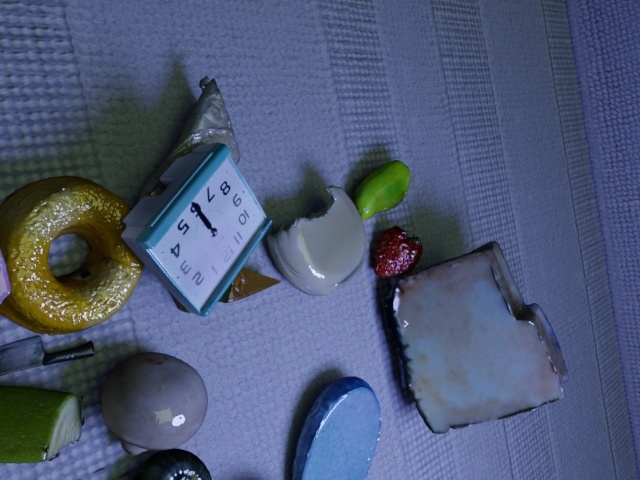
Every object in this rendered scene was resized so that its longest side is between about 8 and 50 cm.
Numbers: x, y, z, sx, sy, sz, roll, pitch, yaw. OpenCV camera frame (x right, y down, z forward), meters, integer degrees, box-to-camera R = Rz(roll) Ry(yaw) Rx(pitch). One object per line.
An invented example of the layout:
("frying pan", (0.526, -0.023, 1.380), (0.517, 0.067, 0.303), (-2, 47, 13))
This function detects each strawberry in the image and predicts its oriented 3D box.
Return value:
("strawberry", (0.215, 0.039, 1.635), (0.131, 0.131, 0.148), (22, 96, -38))

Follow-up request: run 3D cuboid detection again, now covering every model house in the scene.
("model house", (0.448, 0.261, 1.682), (0.400, 0.395, 0.445), (-9, 74, -63))

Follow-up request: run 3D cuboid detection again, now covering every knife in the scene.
("knife", (-0.524, 0.205, 1.034), (0.230, 0.028, 0.060), (-9, 80, -38))

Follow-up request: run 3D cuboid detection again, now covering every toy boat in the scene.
("toy boat", (0.031, 0.498, 1.455), (0.215, 0.123, 0.330), (20, 84, -30))

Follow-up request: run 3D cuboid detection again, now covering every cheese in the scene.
("cheese", (0.000, 0.000, 1.440), (0.266, 0.127, 0.233), (-36, 109, -39))

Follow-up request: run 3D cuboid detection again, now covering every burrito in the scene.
("burrito", (-0.262, -0.158, 1.242), (0.175, 0.107, 0.348), (43, 61, -48))

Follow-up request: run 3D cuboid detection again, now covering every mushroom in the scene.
("mushroom", (-0.323, 0.324, 1.111), (0.204, 0.204, 0.204), (4, 83, -41))

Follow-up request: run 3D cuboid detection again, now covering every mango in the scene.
("mango", (0.169, -0.133, 1.611), (0.125, 0.111, 0.233), (53, 56, -19))

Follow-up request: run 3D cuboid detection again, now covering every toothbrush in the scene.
("toothbrush", (0.233, 0.260, 1.689), (0.030, 0.025, 0.342), (-4, 88, -44))

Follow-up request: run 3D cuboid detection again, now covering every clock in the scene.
("clock", (-0.238, -0.025, 1.130), (0.262, 0.116, 0.231), (-57, 138, -29))

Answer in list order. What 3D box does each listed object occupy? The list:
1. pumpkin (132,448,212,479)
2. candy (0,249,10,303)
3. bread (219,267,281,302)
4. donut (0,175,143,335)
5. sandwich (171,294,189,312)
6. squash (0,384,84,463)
("pumpkin", (-0.293, 0.497, 1.140), (0.167, 0.125, 0.167), (2, 86, -30))
("candy", (-0.567, 0.037, 0.847), (0.116, 0.265, 0.155), (-28, 104, -43))
("bread", (-0.166, 0.114, 1.319), (0.139, 0.074, 0.084), (21, 73, -40))
("donut", (-0.450, 0.024, 1.055), (0.303, 0.110, 0.303), (3, 85, -41))
("sandwich", (-0.307, 0.069, 1.193), (0.163, 0.079, 0.113), (32, 65, -36))
("squash", (-0.572, 0.298, 0.976), (0.288, 0.203, 0.111), (4, 83, -6))
